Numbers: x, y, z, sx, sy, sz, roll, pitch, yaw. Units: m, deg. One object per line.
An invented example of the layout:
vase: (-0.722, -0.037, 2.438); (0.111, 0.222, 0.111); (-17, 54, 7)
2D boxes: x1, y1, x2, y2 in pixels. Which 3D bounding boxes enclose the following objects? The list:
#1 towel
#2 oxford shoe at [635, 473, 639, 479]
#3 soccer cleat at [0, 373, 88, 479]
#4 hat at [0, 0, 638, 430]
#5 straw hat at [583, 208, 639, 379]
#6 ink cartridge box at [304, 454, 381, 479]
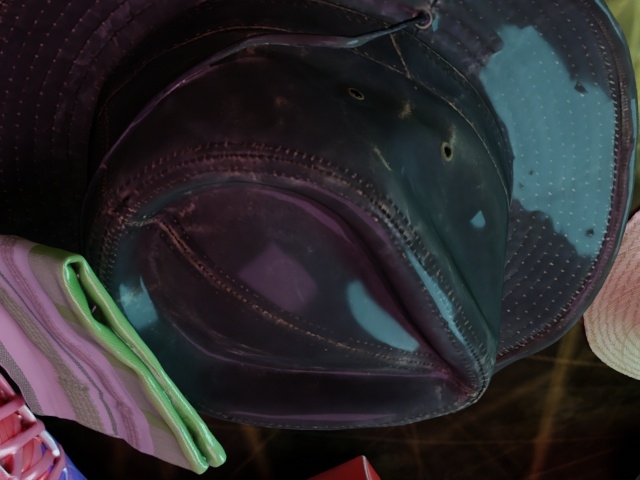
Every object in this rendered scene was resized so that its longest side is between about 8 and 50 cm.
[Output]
towel: (-0.111, 0.044, 0.556); (0.023, 0.152, 0.113); (-45, 117, -23)
oxford shoe: (0.281, 0.149, 0.770); (0.227, 0.083, 0.096); (-8, 146, -3)
soccer cleat: (-0.190, 0.079, 0.619); (0.116, 0.108, 0.318); (-41, 119, 15)
hat: (0.000, 0.000, 0.571); (0.331, 0.134, 0.331); (-4, 126, -6)
straw hat: (0.209, 0.039, 0.676); (0.144, 0.061, 0.144); (-4, 126, -5)
ink cartridge box: (0.000, 0.213, 0.760); (0.134, 0.078, 0.231); (-25, 126, 9)
